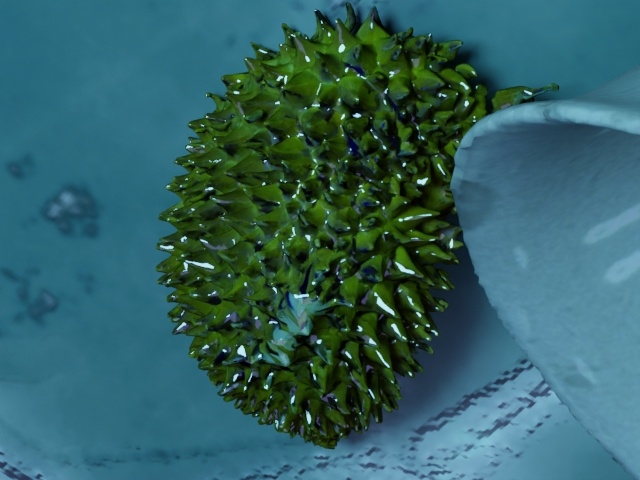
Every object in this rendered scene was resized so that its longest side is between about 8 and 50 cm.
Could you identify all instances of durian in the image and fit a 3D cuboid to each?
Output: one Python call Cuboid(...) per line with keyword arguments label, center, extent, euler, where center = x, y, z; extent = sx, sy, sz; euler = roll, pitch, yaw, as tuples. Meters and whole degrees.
Cuboid(label="durian", center=(-0.005, 0.003, 0.833), extent=(0.137, 0.095, 0.221), euler=(25, 118, -4))

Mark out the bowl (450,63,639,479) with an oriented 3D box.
Cuboid(label="bowl", center=(0.271, 0.039, 0.689), extent=(0.435, 0.435, 0.196), euler=(44, 77, -16))
